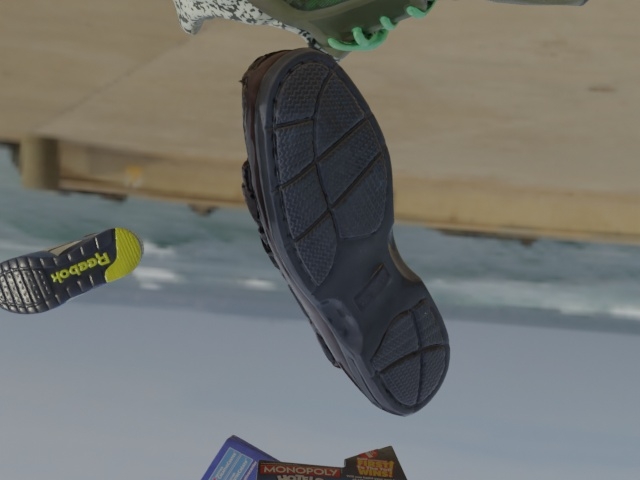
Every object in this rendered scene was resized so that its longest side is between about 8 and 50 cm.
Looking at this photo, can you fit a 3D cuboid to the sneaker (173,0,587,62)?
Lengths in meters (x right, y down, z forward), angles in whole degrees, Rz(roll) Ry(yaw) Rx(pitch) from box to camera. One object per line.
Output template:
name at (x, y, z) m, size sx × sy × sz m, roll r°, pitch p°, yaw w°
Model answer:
sneaker at (0.033, -0.222, 1.086) m, size 0.410 × 0.182 × 0.158 m, roll 14°, pitch -138°, yaw 23°

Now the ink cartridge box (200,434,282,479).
ink cartridge box at (-0.110, 0.425, 1.607) m, size 0.151 × 0.270 × 0.395 m, roll 25°, pitch 156°, yaw 18°

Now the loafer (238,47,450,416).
loafer at (0.000, 0.000, 0.906) m, size 0.095 × 0.302 × 0.109 m, roll 17°, pitch -130°, yaw 45°

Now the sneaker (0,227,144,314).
sneaker at (-0.217, 0.026, 1.122) m, size 0.144 × 0.053 × 0.059 m, roll -15°, pitch -174°, yaw 8°

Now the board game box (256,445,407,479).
board game box at (0.026, 0.289, 1.356) m, size 0.194 × 0.060 × 0.194 m, roll 6°, pitch -155°, yaw -1°
